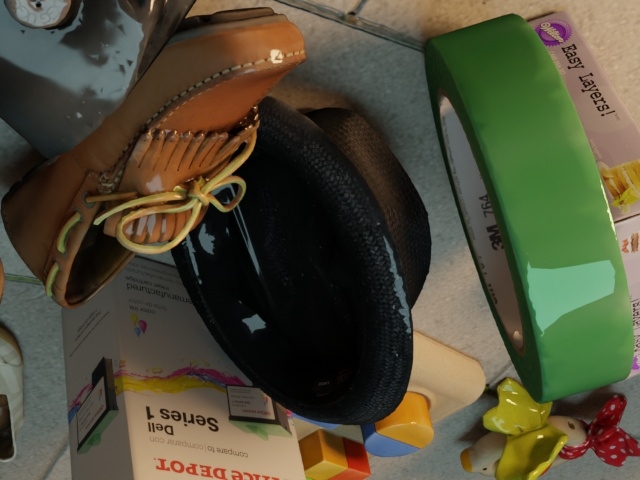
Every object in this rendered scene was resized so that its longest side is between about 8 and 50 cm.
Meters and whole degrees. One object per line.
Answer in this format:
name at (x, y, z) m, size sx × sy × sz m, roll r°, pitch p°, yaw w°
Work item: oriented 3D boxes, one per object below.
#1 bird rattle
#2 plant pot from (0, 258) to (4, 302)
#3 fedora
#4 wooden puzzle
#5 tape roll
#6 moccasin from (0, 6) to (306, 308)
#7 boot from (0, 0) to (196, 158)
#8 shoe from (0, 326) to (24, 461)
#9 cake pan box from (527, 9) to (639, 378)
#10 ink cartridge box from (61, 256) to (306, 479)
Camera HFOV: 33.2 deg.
bird rattle at (0.312, 0.276, 1.507) m, size 0.253 × 0.143 × 0.207 m, roll 3°, pitch 151°, yaw -40°
plant pot at (-0.347, -0.047, 0.807) m, size 0.263 × 0.263 × 0.229 m, roll 12°, pitch 116°, yaw -30°
fedora at (0.000, 0.000, 0.991) m, size 0.152 × 0.334 × 0.334 m, roll -34°, pitch 155°, yaw -39°
wooden puzzle at (-0.003, 0.232, 1.348) m, size 0.348 × 0.080 × 0.322 m, roll -39°, pitch 135°, yaw 26°
tape roll at (0.170, -0.026, 0.910) m, size 0.077 × 0.321 × 0.321 m, roll -18°, pitch 141°, yaw 2°
moccasin at (-0.136, -0.052, 0.850) m, size 0.380 × 0.147 × 0.139 m, roll -34°, pitch 168°, yaw 38°
boot at (-0.316, -0.193, 0.624) m, size 0.367 × 0.146 × 0.445 m, roll -44°, pitch 127°, yaw 15°
shoe at (-0.360, 0.167, 1.174) m, size 0.076 × 0.058 × 0.219 m, roll -7°, pitch 140°, yaw -10°
cake pan box at (0.248, -0.034, 0.986) m, size 0.070 × 0.246 × 0.267 m, roll -17°, pitch 140°, yaw 3°
ink cartridge box at (-0.139, 0.170, 1.075) m, size 0.201 × 0.278 × 0.117 m, roll 18°, pitch 131°, yaw -34°
